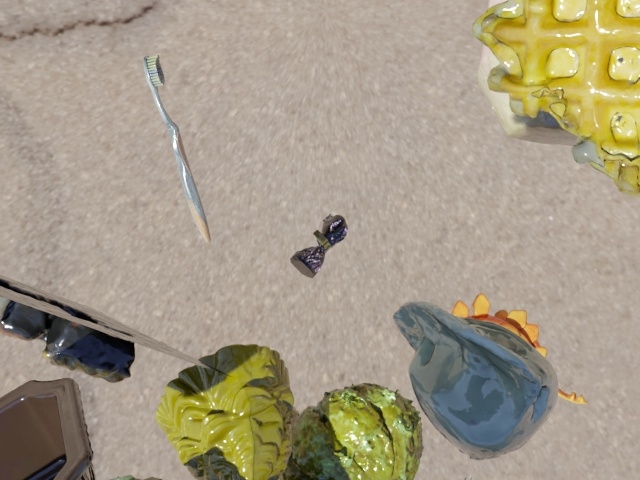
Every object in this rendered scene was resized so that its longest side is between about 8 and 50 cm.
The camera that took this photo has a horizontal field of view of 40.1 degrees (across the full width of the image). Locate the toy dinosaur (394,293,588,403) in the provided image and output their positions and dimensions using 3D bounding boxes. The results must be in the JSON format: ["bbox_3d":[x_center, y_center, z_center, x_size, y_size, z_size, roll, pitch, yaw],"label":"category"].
[{"bbox_3d":[0.238,0.135,1.194,0.288,0.117,0.070,18,147,-3],"label":"toy dinosaur"}]

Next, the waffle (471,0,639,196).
[{"bbox_3d":[0.235,-0.163,0.570,0.262,0.060,0.280,48,122,4],"label":"waffle"}]

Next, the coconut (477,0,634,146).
[{"bbox_3d":[0.307,-0.240,1.035,0.259,0.259,0.259,0,105,0],"label":"coconut"}]

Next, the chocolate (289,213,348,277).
[{"bbox_3d":[0.003,0.002,1.727,0.072,0.070,0.147,19,64,31],"label":"chocolate"}]

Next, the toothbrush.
[{"bbox_3d":[-0.272,-0.171,1.683,0.037,0.028,0.375,-9,106,24],"label":"toothbrush"}]

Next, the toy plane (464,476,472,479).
[{"bbox_3d":[0.160,0.312,1.016,0.024,0.084,0.078,24,116,10],"label":"toy plane"}]

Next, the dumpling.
[{"bbox_3d":[0.122,0.126,0.747,0.152,0.219,0.108,18,66,7],"label":"dumpling"}]

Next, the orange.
[{"bbox_3d":[0.073,0.418,1.695,0.301,0.223,0.300,-39,142,-5],"label":"orange"}]

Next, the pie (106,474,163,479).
[{"bbox_3d":[0.000,0.202,0.349,0.296,0.371,0.078,46,63,-5],"label":"pie"}]

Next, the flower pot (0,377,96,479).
[{"bbox_3d":[-0.260,0.218,0.628,0.251,0.179,0.084,-32,119,-7],"label":"flower pot"}]

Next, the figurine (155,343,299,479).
[{"bbox_3d":[-0.064,0.296,0.971,0.168,0.315,0.187,19,124,-44],"label":"figurine"}]

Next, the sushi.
[{"bbox_3d":[-0.290,0.091,0.924,0.292,0.294,0.059,28,81,-42],"label":"sushi"}]
